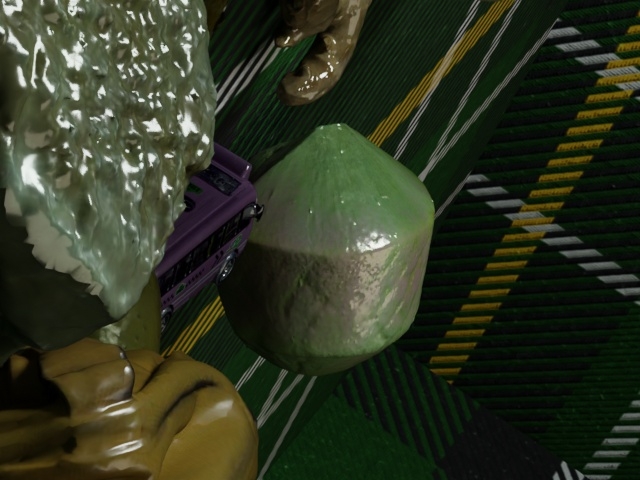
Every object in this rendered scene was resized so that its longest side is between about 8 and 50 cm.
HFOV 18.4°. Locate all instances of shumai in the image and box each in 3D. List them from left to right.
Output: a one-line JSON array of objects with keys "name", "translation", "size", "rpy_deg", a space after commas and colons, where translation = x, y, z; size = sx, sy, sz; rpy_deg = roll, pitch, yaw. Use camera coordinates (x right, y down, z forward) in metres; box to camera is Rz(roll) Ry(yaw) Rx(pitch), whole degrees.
[{"name": "shumai", "translation": [-0.167, -0.080, 0.764], "size": [0.225, 0.222, 0.261], "rpy_deg": [44, 46, -56]}]

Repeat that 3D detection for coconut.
[{"name": "coconut", "translation": [0.000, 0.000, 1.798], "size": [0.236, 0.204, 0.236], "rpy_deg": [-28, 131, -38]}]

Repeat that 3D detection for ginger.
[{"name": "ginger", "translation": [0.011, -0.217, 1.508], "size": [0.259, 0.065, 0.149], "rpy_deg": [95, 17, -63]}]

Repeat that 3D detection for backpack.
[{"name": "backpack", "translation": [-0.180, 0.154, 0.987], "size": [0.378, 0.353, 0.201], "rpy_deg": [-32, 111, -77]}]

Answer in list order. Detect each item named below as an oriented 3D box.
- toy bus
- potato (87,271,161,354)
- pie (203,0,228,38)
[{"name": "toy bus", "translation": [-0.118, -0.001, 1.493], "size": [0.178, 0.087, 0.098], "rpy_deg": [-42, 158, -53]}, {"name": "potato", "translation": [-0.187, 0.102, 1.282], "size": [0.169, 0.143, 0.248], "rpy_deg": [6, -108, 53]}, {"name": "pie", "translation": [-0.126, -0.108, 1.055], "size": [0.371, 0.078, 0.296], "rpy_deg": [-60, 173, 19]}]
